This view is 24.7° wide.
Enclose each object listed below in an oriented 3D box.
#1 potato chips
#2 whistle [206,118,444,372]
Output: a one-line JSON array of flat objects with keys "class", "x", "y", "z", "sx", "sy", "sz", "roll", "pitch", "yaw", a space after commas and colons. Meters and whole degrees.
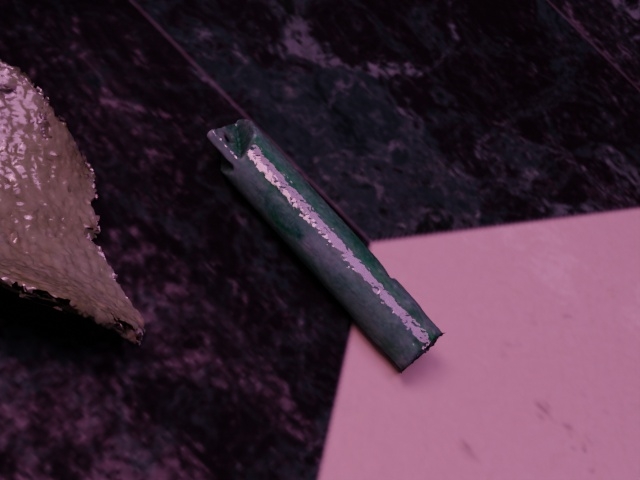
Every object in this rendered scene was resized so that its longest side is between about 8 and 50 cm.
[{"class": "potato chips", "x": -0.185, "y": -0.038, "z": 0.791, "sx": 0.167, "sy": 0.059, "sz": 0.228, "roll": -3, "pitch": 54, "yaw": -40}, {"class": "whistle", "x": 0.000, "y": 0.000, "z": 0.890, "sx": 0.186, "sy": 0.039, "sz": 0.039, "roll": 47, "pitch": 47, "yaw": 7}]
